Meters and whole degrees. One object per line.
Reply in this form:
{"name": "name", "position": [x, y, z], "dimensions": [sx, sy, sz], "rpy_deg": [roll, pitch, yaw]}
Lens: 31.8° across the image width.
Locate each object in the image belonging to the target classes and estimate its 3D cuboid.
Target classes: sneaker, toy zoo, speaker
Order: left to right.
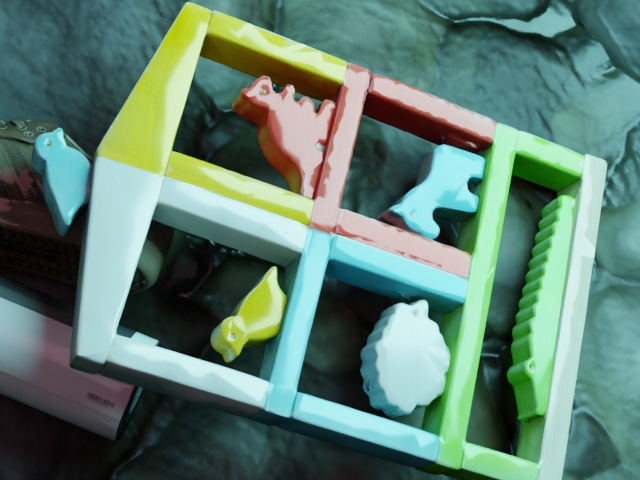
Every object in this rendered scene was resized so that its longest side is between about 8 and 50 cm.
{"name": "sneaker", "position": [-0.166, -0.031, 0.579], "dimensions": [0.188, 0.066, 0.071], "rpy_deg": [20, 56, -7]}
{"name": "speaker", "position": [-0.152, 0.049, 0.553], "dimensions": [0.136, 0.055, 0.055], "rpy_deg": [23, 73, 0]}
{"name": "toy zoo", "position": [0.000, 0.000, 0.564], "dimensions": [0.293, 0.030, 0.192], "rpy_deg": [19, 68, -13]}
